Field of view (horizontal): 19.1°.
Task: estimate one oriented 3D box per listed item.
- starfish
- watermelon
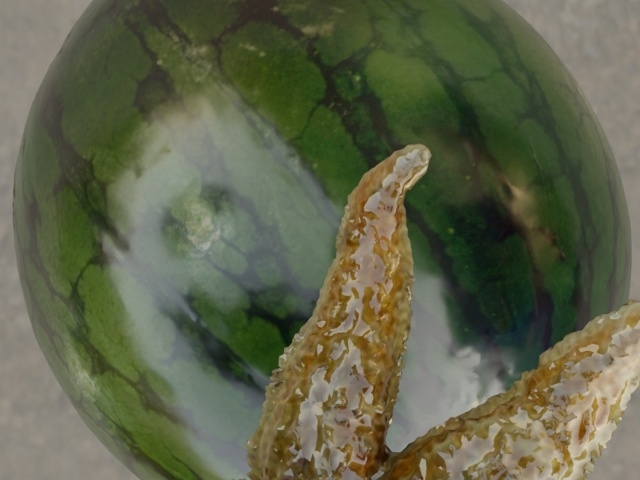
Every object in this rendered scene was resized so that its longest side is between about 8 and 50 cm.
[{"bbox_3d":[0.033,0.124,0.717,0.299,0.060,0.302,26,109,29],"label":"starfish"},{"bbox_3d":[0.000,0.000,1.048,0.363,0.363,0.363,1,124,1],"label":"watermelon"}]
